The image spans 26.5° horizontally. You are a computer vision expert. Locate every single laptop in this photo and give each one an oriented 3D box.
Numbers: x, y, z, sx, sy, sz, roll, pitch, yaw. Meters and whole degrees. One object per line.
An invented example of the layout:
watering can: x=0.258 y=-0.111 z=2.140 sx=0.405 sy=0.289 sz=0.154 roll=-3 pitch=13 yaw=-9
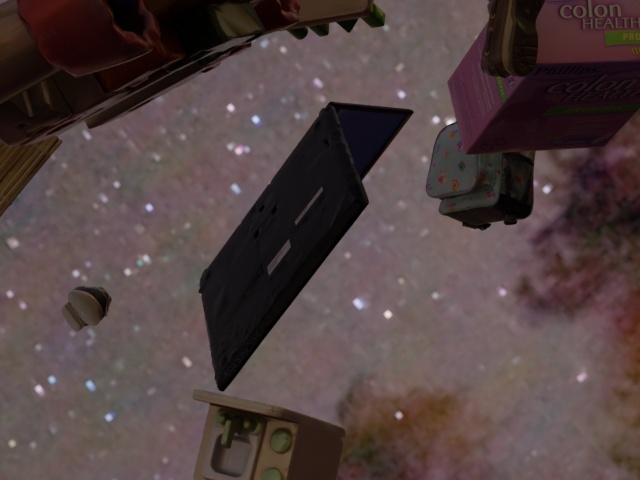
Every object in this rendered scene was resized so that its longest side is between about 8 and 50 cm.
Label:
laptop: x=0.000 y=0.000 z=1.300 sx=0.136 sy=0.264 sz=0.234 roll=24 pitch=-64 yaw=-26

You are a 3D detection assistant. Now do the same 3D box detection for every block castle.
block castle: x=-0.165 y=-0.259 z=0.998 sx=0.213 sy=0.303 sz=0.453 roll=-25 pitch=5 yaw=17

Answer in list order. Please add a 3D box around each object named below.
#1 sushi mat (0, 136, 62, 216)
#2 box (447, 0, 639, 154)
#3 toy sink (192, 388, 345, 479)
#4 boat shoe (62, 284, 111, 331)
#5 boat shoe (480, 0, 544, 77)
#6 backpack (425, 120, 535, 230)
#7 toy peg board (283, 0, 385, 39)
sushi mat: x=-0.397 y=-0.031 z=1.295 sx=0.316 sy=0.151 sz=0.019 roll=-56 pitch=14 yaw=-29
box: x=0.312 y=-0.219 z=1.756 sx=0.213 sy=0.117 sz=0.243 roll=-4 pitch=-23 yaw=-18
toy sink: x=-0.086 y=0.310 z=1.987 sx=0.234 sy=0.153 sz=0.131 roll=33 pitch=-113 yaw=-62
boat shoe: x=-0.261 y=0.072 z=1.553 sx=0.043 sy=0.049 sz=0.137 roll=-34 pitch=0 yaw=-24
boat shoe: x=0.218 y=-0.272 z=1.564 sx=0.064 sy=0.060 sz=0.178 roll=23 pitch=-107 yaw=-45
backpack: x=0.265 y=-0.130 z=2.199 sx=0.144 sy=0.188 sz=0.166 roll=26 pitch=-20 yaw=-28
toy peg board: x=0.007 y=-0.318 z=1.621 sx=0.161 sy=0.160 sz=0.079 roll=-4 pitch=-19 yaw=28
